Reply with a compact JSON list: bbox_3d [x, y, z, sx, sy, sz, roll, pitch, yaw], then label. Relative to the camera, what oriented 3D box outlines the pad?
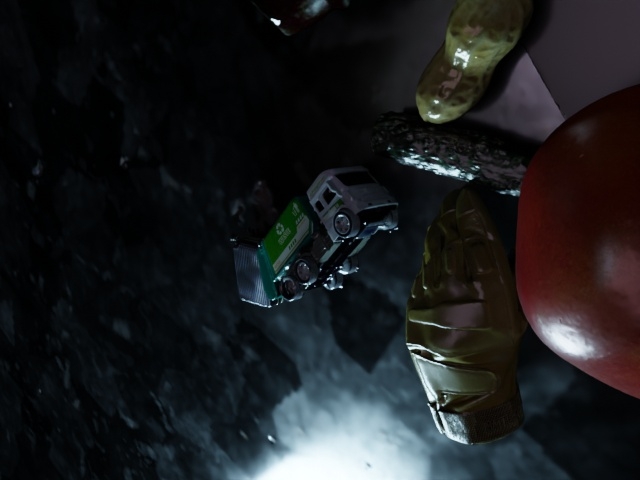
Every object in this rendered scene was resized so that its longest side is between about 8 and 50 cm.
[{"bbox_3d":[0.290,-0.246,0.691,0.163,0.004,0.243,-31,87,42],"label":"pad"}]

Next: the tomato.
[{"bbox_3d":[0.309,0.010,0.606,0.226,0.298,0.299,-28,89,58],"label":"tomato"}]

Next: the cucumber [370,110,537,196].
[{"bbox_3d":[0.198,-0.097,0.785,0.293,0.067,0.068,22,120,29],"label":"cucumber"}]

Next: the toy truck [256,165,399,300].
[{"bbox_3d":[0.000,0.000,0.952,0.124,0.114,0.253,56,132,22],"label":"toy truck"}]

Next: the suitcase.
[{"bbox_3d":[-0.100,0.047,1.078,0.086,0.059,0.126,11,114,37],"label":"suitcase"}]

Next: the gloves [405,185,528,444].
[{"bbox_3d":[0.187,0.097,0.817,0.154,0.141,0.331,4,110,39],"label":"gloves"}]

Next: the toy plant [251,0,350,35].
[{"bbox_3d":[-0.005,-0.381,0.780,0.235,0.175,0.218,-44,85,12],"label":"toy plant"}]

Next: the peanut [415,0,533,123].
[{"bbox_3d":[0.170,-0.215,0.742,0.089,0.089,0.193,40,130,20],"label":"peanut"}]
